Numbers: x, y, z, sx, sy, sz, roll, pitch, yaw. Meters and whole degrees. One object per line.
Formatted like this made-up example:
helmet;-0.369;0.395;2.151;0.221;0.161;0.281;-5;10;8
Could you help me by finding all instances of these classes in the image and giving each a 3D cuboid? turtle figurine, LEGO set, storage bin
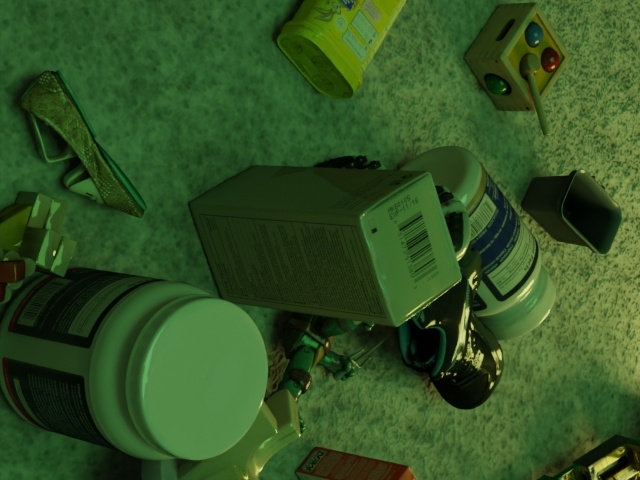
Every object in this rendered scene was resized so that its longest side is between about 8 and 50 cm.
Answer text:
turtle figurine;0.004;0.136;2.011;0.234;0.118;0.175;-57;166;-20
LEGO set;0.436;0.440;2.344;0.331;0.255;0.192;-30;111;-35
storage bin;0.369;-0.049;2.339;0.135;0.091;0.098;40;68;-38

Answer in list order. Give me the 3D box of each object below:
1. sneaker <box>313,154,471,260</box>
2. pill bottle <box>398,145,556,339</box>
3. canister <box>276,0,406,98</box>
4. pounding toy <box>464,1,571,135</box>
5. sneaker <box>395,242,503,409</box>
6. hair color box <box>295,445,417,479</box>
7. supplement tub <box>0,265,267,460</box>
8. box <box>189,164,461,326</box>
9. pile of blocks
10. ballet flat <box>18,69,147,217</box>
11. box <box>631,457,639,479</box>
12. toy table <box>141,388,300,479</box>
sneaker;0.092;-0.016;1.963;0.110;0.292;0.118;-19;116;-23
pill bottle;0.207;0.009;2.155;0.264;0.153;0.153;50;62;-34
canister;0.033;-0.285;2.022;0.126;0.073;0.170;47;62;-35
pounding toy;0.288;-0.241;2.239;0.130;0.100;0.141;51;61;-33
sneaker;0.152;0.134;2.091;0.139;0.125;0.340;-59;148;-29
hair color box;0.058;0.325;2.037;0.053;0.167;0.093;-48;123;-30
supplement tub;-0.206;0.132;1.706;0.191;0.272;0.191;-6;98;-42
box;0.000;0.000;1.856;0.121;0.311;0.148;-33;116;-35
pile of blocks;-0.394;0.042;1.636;0.362;0.113;0.149;-41;120;-32
ballet flat;-0.272;-0.097;1.778;0.067;0.073;0.206;-33;116;-5
box;0.574;0.330;2.501;0.038;0.186;0.145;27;73;-14
toy table;-0.092;0.286;1.805;0.252;0.161;0.274;56;14;-42
